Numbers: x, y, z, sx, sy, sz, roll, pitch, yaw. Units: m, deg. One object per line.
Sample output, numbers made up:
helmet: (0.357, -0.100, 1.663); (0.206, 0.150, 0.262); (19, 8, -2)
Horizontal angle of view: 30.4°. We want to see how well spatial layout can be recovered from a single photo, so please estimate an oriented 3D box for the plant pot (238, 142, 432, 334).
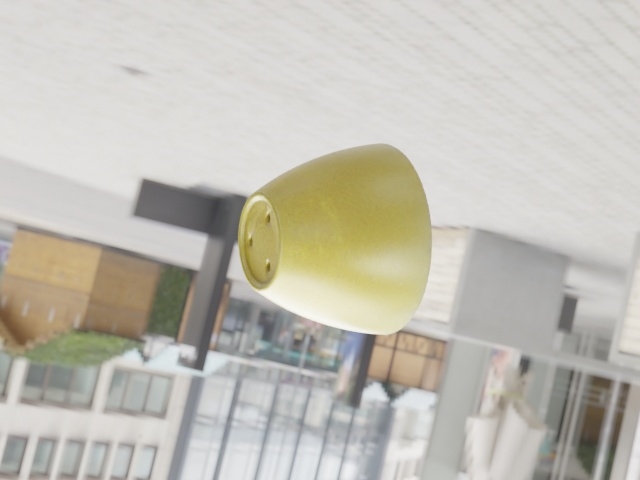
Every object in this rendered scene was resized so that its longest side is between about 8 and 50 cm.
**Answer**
plant pot: (0.000, 0.000, 0.806); (0.095, 0.134, 0.134); (-1, -177, -28)
